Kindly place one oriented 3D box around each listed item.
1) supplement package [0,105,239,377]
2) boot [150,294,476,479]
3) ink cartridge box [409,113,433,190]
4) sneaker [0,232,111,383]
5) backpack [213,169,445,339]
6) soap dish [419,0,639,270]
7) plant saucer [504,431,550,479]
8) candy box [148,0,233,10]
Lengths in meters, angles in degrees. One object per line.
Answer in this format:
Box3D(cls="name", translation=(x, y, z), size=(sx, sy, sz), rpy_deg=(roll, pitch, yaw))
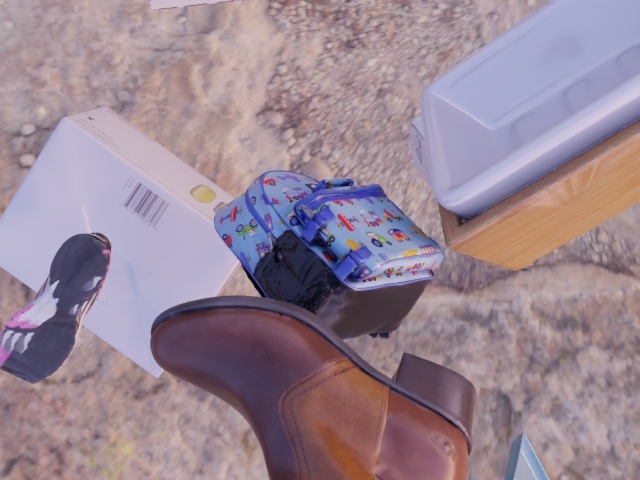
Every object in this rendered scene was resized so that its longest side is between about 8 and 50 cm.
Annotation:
Box3D(cls="supplement package", translation=(-0.234, -0.005, 1.296), size=(0.262, 0.145, 0.204), rpy_deg=(36, 105, -1))
Box3D(cls="boot", translation=(-0.035, 0.187, 0.734), size=(0.264, 0.280, 0.096), rpy_deg=(23, 139, -1))
Box3D(cls="ink cartridge box", translation=(0.239, -0.158, 1.504), size=(0.212, 0.154, 0.093), rpy_deg=(-30, 67, -5))
Box3D(cls="sneaker", translation=(-0.261, 0.067, 1.081), size=(0.072, 0.077, 0.178), rpy_deg=(38, 101, -5))
Box3D(cls="backpack", translation=(0.000, 0.000, 0.934), size=(0.173, 0.158, 0.117), rpy_deg=(48, 119, 27))
Box3D(cls="soap dish", translation=(0.233, -0.117, 0.934), size=(0.291, 0.229, 0.118), rpy_deg=(-32, 121, 21))
Box3D(cls="plant saucer", translation=(0.241, 0.294, 1.130), size=(0.018, 0.067, 0.192), rpy_deg=(-14, 122, 31))
Box3D(cls="candy box", translation=(-0.123, -0.353, 1.283), size=(0.196, 0.165, 0.070), rpy_deg=(-7, 79, -4))
